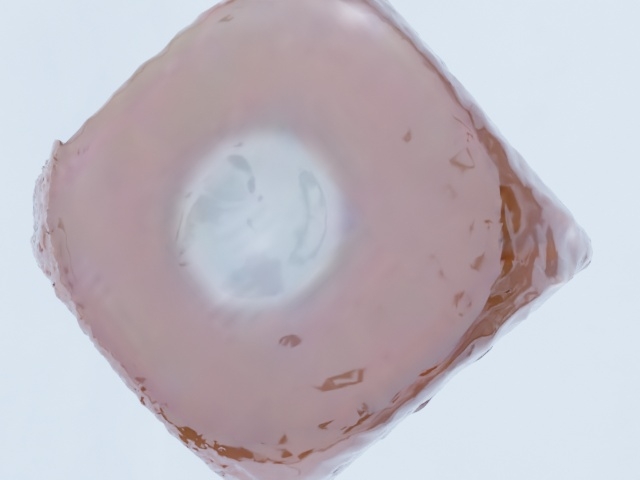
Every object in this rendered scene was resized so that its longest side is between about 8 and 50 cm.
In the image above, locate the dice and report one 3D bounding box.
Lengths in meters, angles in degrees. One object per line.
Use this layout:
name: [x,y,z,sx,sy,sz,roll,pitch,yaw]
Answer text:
dice: [0.000,0.000,0.689,0.175,0.179,0.174,-41,78,5]
